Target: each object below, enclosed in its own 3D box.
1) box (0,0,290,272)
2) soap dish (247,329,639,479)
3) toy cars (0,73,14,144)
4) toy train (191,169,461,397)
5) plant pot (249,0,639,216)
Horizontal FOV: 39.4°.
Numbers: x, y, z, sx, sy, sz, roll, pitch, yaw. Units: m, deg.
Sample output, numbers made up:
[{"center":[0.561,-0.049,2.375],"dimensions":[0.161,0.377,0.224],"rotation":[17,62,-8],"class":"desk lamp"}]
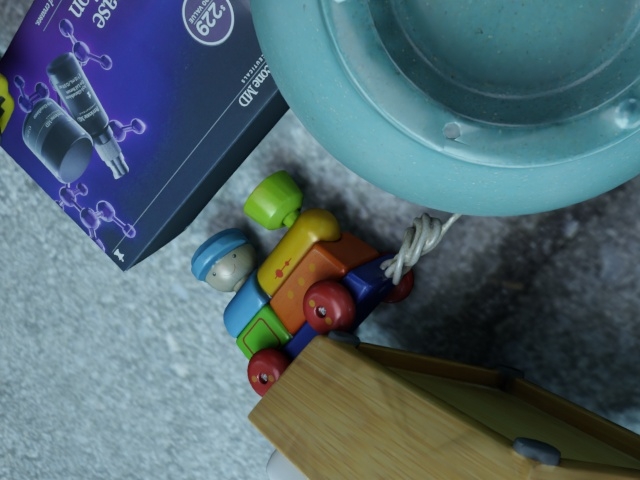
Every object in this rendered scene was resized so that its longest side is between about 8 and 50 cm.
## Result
[{"center":[-0.125,-0.129,0.682],"dimensions":[0.184,0.103,0.261],"rotation":[44,125,-2],"class":"box"},{"center":[0.112,0.155,0.570],"dimensions":[0.291,0.229,0.118],"rotation":[22,96,62],"class":"soap dish"},{"center":[-0.306,-0.142,0.677],"dimensions":[0.177,0.087,0.393],"rotation":[-9,70,6],"class":"toy cars"},{"center":[0.000,0.000,0.689],"dimensions":[0.143,0.105,0.248],"rotation":[49,126,14],"class":"toy train"},{"center":[0.092,-0.139,0.452],"dimensions":[0.293,0.196,0.292],"rotation":[2,106,6],"class":"plant pot"}]
